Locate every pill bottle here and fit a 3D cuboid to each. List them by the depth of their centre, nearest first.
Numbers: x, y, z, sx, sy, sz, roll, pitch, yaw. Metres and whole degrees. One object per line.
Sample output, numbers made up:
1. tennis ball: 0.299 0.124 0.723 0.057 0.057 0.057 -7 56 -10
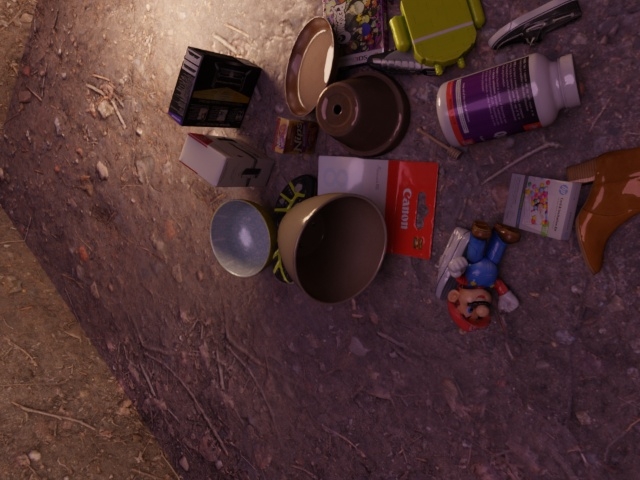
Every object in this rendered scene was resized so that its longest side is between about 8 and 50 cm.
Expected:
1. pill bottle: 0.475 -0.359 1.201 0.323 0.181 0.181 -9 94 34

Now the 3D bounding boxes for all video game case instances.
1. video game case: 0.108 -0.664 1.467 0.210 0.042 0.232 2 100 32

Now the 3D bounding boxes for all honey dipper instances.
1. honey dipper: 0.347 -0.292 1.387 0.160 0.030 0.030 41 118 22

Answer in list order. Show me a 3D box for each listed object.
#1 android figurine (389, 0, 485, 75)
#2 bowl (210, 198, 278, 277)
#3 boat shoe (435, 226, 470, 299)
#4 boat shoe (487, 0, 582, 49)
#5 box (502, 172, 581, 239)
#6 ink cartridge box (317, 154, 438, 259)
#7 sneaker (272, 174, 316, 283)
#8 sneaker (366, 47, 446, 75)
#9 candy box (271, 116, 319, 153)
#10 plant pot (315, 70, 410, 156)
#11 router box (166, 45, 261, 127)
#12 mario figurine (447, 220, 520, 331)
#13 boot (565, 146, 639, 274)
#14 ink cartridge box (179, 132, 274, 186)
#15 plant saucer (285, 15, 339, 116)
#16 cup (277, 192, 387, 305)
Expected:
1. android figurine: 0.322 -0.591 1.281 0.248 0.056 0.273 -17 87 7
2. bowl: -0.254 -0.018 1.747 0.289 0.156 0.289 7 103 32
3. boat shoe: 0.394 0.067 1.403 0.076 0.083 0.226 42 115 46
4. boat shoe: 0.539 -0.536 1.191 0.219 0.078 0.070 -22 85 32
5. box: 0.569 -0.092 1.221 0.186 0.038 0.145 30 118 59
6. ink cartridge box: 0.166 -0.107 1.501 0.385 0.091 0.308 10 104 32
7. sneaker: -0.073 -0.039 1.648 0.145 0.147 0.385 6 84 35
8. sneaker: 0.255 -0.555 1.363 0.228 0.086 0.132 9 95 10
9. candy box: -0.080 -0.345 1.558 0.053 0.186 0.109 23 111 28
10. plant pot: 0.106 -0.380 1.409 0.263 0.229 0.263 7 104 32
11. router box: -0.363 -0.521 1.637 0.081 0.309 0.243 36 115 19
12. mario figurine: 0.454 0.119 1.296 0.198 0.170 0.321 19 115 24
13. boot: 0.732 -0.072 1.134 0.211 0.104 0.295 -11 88 34
14. ink cartridge box: -0.328 -0.284 1.680 0.197 0.273 0.114 35 112 23
15. plant saucer: -0.024 -0.549 1.505 0.310 0.050 0.311 -13 75 59
16. cup: 0.000 0.000 1.421 0.237 0.331 0.331 24 113 51
